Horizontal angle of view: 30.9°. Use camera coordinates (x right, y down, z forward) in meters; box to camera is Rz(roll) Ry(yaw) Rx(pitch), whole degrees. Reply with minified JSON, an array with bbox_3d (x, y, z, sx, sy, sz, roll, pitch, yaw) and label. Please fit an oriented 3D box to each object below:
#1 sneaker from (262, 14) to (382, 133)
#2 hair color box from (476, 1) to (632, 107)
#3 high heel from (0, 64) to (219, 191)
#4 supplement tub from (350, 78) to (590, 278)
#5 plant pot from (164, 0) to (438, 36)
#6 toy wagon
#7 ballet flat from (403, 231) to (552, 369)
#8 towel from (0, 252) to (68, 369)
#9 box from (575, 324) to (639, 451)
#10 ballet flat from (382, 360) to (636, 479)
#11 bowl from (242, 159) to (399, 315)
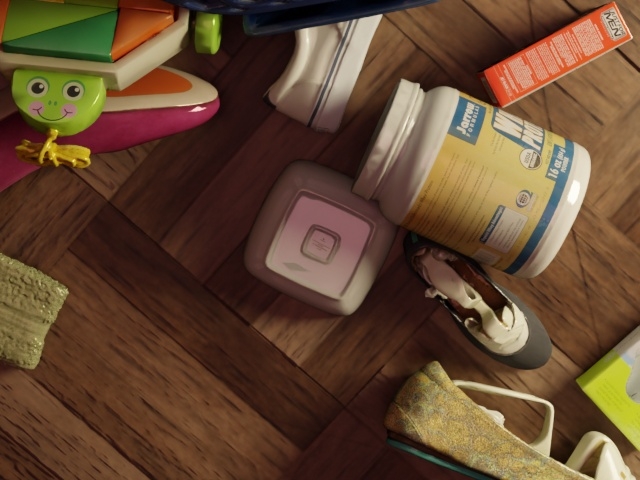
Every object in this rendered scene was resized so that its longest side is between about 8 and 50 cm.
[{"bbox_3d":[0.015,-0.235,1.131,0.091,0.094,0.258,19,99,-6],"label":"sneaker"},{"bbox_3d":[0.229,-0.182,1.146,0.141,0.072,0.043,-27,96,4],"label":"hair color box"},{"bbox_3d":[-0.287,-0.082,1.175,0.377,0.127,0.181,-2,123,-1],"label":"high heel"},{"bbox_3d":[0.144,-0.062,1.129,0.200,0.144,0.144,24,98,-3],"label":"supplement tub"},{"bbox_3d":[-0.013,-0.307,0.997,0.236,0.212,0.236,-6,77,26],"label":"plant pot"},{"bbox_3d":[-0.223,-0.235,1.086,0.267,0.068,0.344,6,70,1],"label":"toy wagon"},{"bbox_3d":[0.159,0.066,1.185,0.074,0.074,0.203,-43,96,7],"label":"ballet flat"},{"bbox_3d":[-0.348,0.063,1.218,0.148,0.027,0.110,25,97,-1],"label":"towel"},{"bbox_3d":[0.370,0.129,1.205,0.178,0.042,0.109,-43,96,8],"label":"box"},{"bbox_3d":[0.235,0.230,1.193,0.349,0.123,0.123,27,98,-3],"label":"ballet flat"},{"bbox_3d":[0.000,0.000,1.189,0.142,0.053,0.142,26,98,-1],"label":"bowl"}]
